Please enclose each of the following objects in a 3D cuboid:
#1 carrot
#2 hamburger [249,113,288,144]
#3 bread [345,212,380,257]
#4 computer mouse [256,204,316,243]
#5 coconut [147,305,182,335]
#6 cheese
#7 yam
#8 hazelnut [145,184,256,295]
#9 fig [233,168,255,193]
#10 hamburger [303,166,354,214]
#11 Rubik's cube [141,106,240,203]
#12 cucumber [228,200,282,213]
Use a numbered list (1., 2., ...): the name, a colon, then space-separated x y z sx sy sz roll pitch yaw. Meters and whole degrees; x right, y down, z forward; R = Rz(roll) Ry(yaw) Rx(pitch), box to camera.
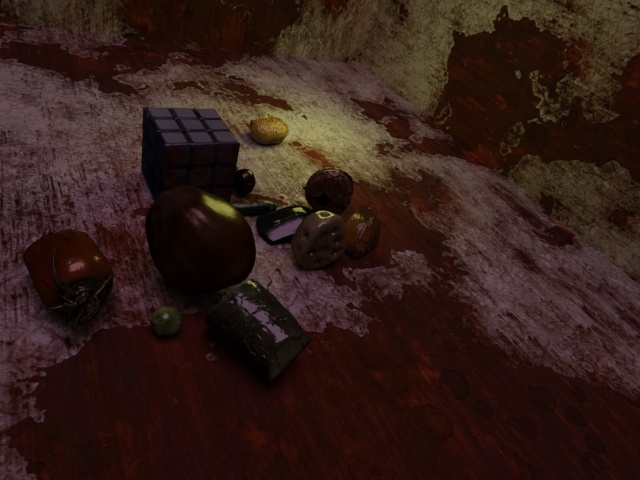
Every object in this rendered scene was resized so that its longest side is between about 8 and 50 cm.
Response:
1. carrot: -0.695 0.097 1.279 0.193 0.214 0.331 -18 54 -37
2. hamburger: -0.275 -0.592 2.417 0.210 0.116 0.173 -14 51 -37
3. bread: 0.166 -0.038 1.903 0.143 0.139 0.229 23 35 19
4. computer mouse: -0.117 -0.075 1.854 0.295 0.087 0.168 -12 50 -32
5. coconut: -0.451 0.233 1.318 0.096 0.088 0.088 8 38 -24
6. cheese: 0.000 0.000 1.722 0.218 0.235 0.117 42 3 -46
7. yam: -0.180 0.258 1.314 0.271 0.201 0.202 44 80 9
8. hazelnut: -0.377 0.000 1.431 0.366 0.366 0.366 12 37 -9
9. fig: -0.347 -0.262 1.989 0.155 0.103 0.109 15 66 51
10. hamburger: 0.043 -0.215 1.992 0.231 0.231 0.107 11 38 -11
11. Rubik's cube: -0.530 -0.333 1.818 0.304 0.305 0.301 -7 45 -33
12. cucumber: -0.274 -0.136 1.889 0.250 0.056 0.056 -5 43 -25
